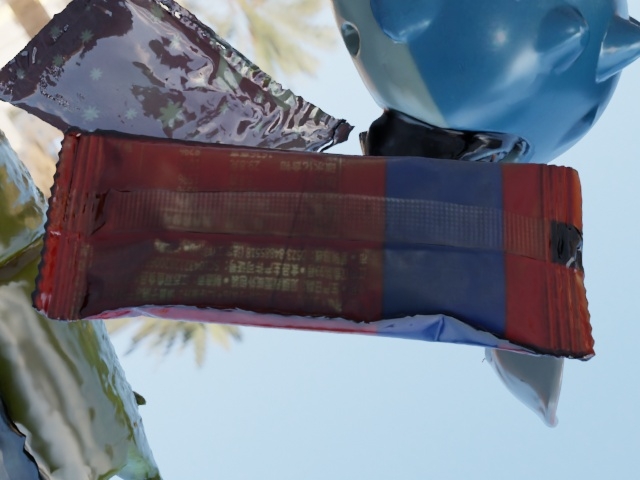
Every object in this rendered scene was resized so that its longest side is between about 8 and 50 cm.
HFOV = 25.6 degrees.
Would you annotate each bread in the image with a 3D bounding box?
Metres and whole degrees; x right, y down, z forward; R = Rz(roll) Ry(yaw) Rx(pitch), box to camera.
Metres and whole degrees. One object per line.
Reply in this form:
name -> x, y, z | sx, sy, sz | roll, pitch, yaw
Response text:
bread -> -0.264, 0.055, 0.946 | 0.208, 0.376, 0.251 | -37, -154, -26

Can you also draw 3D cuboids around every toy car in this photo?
toy car -> 0.104, -0.134, 0.834 | 0.190, 0.188, 0.255 | -24, 171, 15

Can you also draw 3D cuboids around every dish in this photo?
dish -> 0.188, 0.061, 1.288 | 0.081, 0.229, 0.229 | 6, -149, 10

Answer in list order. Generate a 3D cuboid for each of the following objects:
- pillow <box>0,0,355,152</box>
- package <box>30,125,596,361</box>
pillow -> -0.076, -0.066, 0.746 | 0.118, 0.185, 0.043 | -35, -134, 29
package -> 0.000, 0.000, 0.516 | 0.201, 0.022, 0.083 | 5, -119, -2
